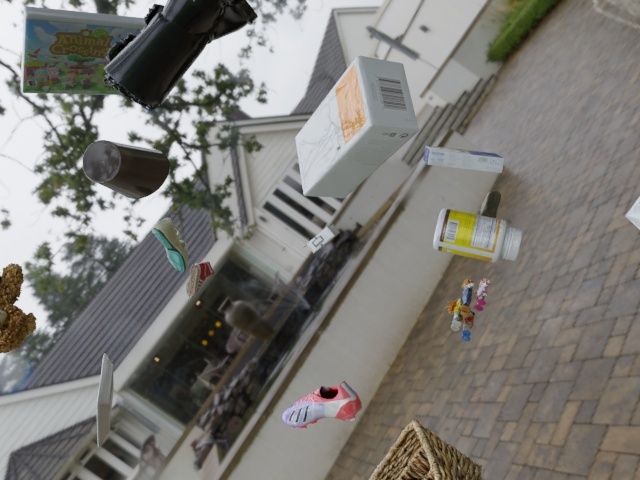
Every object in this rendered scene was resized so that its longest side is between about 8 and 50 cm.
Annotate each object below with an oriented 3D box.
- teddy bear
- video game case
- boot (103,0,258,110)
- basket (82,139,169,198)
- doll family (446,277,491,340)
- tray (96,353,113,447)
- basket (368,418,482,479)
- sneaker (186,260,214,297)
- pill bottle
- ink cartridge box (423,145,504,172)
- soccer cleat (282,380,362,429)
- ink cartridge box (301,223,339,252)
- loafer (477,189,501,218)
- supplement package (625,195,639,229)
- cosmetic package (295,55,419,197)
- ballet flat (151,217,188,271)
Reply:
[{"bbox_3d":[-0.891,0.139,1.425,0.245,0.338,0.113,-7,-28,-35],"label":"teddy bear"},{"bbox_3d":[-0.423,-0.334,0.994,0.212,0.023,0.193,-8,-22,-33],"label":"video game case"},{"bbox_3d":[-0.198,-0.288,0.783,0.207,0.094,0.246,-45,9,11],"label":"boot"},{"bbox_3d":[-0.610,-0.223,1.689,0.204,0.154,0.227,-28,-8,11],"label":"basket"},{"bbox_3d":[0.542,0.232,2.041,0.163,0.118,0.263,-59,-15,-50],"label":"doll family"},{"bbox_3d":[-0.621,0.453,1.583,0.270,0.030,0.145,-132,44,-65],"label":"tray"},{"bbox_3d":[0.246,0.672,1.425,0.299,0.223,0.213,-60,-10,22],"label":"basket"},{"bbox_3d":[-0.348,0.111,1.582,0.067,0.042,0.118,-22,-39,-51],"label":"sneaker"},{"bbox_3d":[0.415,-0.010,1.452,0.117,0.215,0.117,13,-90,-76],"label":"pill bottle"},{"bbox_3d":[0.403,-0.231,1.548,0.097,0.207,0.046,-81,-2,-73],"label":"ink cartridge box"},{"bbox_3d":[-0.008,0.403,1.352,0.248,0.095,0.083,-21,11,38],"label":"soccer cleat"},{"bbox_3d":[0.000,0.000,1.258,0.083,0.028,0.048,-39,-3,20],"label":"ink cartridge box"},{"bbox_3d":[0.534,-0.088,1.740,0.050,0.056,0.148,-38,-31,-76],"label":"loafer"},{"bbox_3d":[0.861,-0.074,1.245,0.139,0.244,0.134,104,150,-42],"label":"supplement package"},{"bbox_3d":[0.091,-0.325,1.677,0.453,0.161,0.230,-41,54,57],"label":"cosmetic package"},{"bbox_3d":[-0.521,0.013,1.967,0.086,0.086,0.248,-55,-30,-30],"label":"ballet flat"}]
